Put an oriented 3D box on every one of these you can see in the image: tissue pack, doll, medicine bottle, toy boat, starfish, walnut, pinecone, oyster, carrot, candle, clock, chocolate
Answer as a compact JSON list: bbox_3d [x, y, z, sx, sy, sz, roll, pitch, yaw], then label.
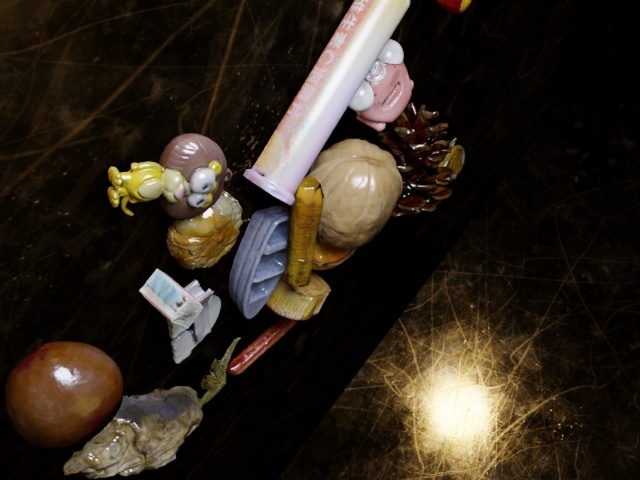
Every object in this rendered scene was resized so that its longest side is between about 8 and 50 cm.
[{"bbox_3d":[-0.267,0.107,1.000,0.059,0.094,0.074,-50,157,-9],"label":"tissue pack"},{"bbox_3d":[-0.219,-0.082,0.836,0.188,0.096,0.145,-33,144,-23],"label":"doll"},{"bbox_3d":[0.012,-0.273,1.022,0.426,0.108,0.108,-58,158,4],"label":"medicine bottle"},{"bbox_3d":[-0.131,0.053,1.228,0.127,0.078,0.283,-23,143,-54],"label":"toy boat"},{"bbox_3d":[-0.257,0.338,1.393,0.223,0.050,0.217,111,1,-69],"label":"starfish"},{"bbox_3d":[0.066,-0.099,1.224,0.225,0.225,0.261,-42,169,-28],"label":"walnut"},{"bbox_3d":[0.227,-0.191,1.411,0.244,0.244,0.309,-32,130,-44],"label":"pinecone"},{"bbox_3d":[-0.366,0.386,1.162,0.341,0.166,0.110,2,125,-50],"label":"oyster"},{"bbox_3d":[-0.036,-0.010,1.155,0.070,0.070,0.260,-33,142,-43],"label":"carrot"},{"bbox_3d":[-0.138,0.271,1.574,0.329,0.048,0.051,-39,141,-33],"label":"candle"},{"bbox_3d":[0.131,-0.330,1.194,0.166,0.093,0.162,-54,155,0],"label":"clock"},{"bbox_3d":[-0.399,0.228,0.852,0.177,0.177,0.177,-44,156,-25],"label":"chocolate"}]

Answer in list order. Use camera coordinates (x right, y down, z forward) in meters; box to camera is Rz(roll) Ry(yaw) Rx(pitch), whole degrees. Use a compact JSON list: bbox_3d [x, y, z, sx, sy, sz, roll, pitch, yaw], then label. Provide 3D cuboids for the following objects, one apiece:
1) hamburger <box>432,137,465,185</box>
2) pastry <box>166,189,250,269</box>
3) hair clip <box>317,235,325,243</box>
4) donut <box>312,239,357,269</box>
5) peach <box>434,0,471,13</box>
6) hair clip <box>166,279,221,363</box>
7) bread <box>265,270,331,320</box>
[{"bbox_3d":[0.393,-0.256,1.832,0.177,0.113,0.185,7,108,-60],"label":"hamburger"},{"bbox_3d":[-0.203,-0.017,0.975,0.153,0.081,0.153,-43,165,-14],"label":"pastry"},{"bbox_3d":[0.087,-0.063,1.529,0.257,0.075,0.146,-47,152,-37],"label":"hair clip"},{"bbox_3d":[0.010,0.007,1.371,0.181,0.146,0.078,-44,172,-36],"label":"donut"},{"bbox_3d":[0.235,-0.540,1.019,0.159,0.154,0.267,-54,170,-26],"label":"peach"},{"bbox_3d":[-0.259,0.167,1.171,0.140,0.054,0.220,-45,159,-35],"label":"hair clip"},{"bbox_3d":[-0.064,0.137,1.417,0.190,0.132,0.114,-5,128,-59],"label":"bread"}]
